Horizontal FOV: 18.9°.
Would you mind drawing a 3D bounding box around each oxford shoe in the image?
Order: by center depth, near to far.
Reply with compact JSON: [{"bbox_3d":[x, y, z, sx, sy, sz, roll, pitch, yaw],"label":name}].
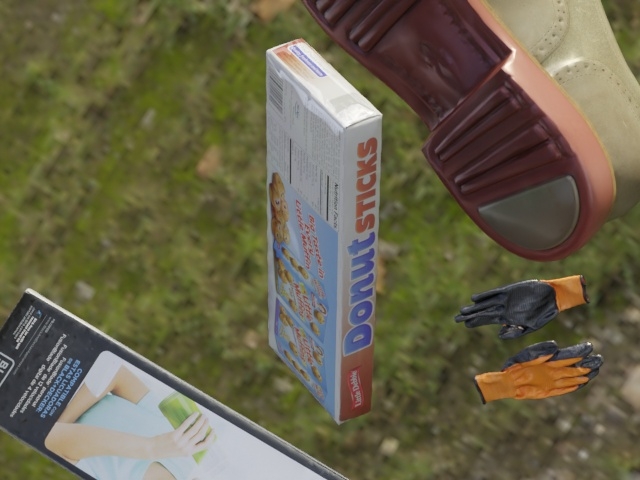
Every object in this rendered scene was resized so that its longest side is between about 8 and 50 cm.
[{"bbox_3d":[0.081,-0.155,1.152,0.123,0.130,0.348,-33,86,47],"label":"oxford shoe"}]

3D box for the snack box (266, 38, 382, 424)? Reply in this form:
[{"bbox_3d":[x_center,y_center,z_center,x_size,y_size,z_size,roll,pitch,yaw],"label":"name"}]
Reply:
[{"bbox_3d":[0.000,0.000,0.862,0.022,0.178,0.064,-23,47,-24],"label":"snack box"}]

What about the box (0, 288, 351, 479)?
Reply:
[{"bbox_3d":[-0.073,0.154,1.240,0.290,0.169,0.087,29,80,22],"label":"box"}]

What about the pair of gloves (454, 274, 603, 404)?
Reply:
[{"bbox_3d":[0.116,0.056,1.064,0.074,0.083,0.010,-13,34,8],"label":"pair of gloves"}]
